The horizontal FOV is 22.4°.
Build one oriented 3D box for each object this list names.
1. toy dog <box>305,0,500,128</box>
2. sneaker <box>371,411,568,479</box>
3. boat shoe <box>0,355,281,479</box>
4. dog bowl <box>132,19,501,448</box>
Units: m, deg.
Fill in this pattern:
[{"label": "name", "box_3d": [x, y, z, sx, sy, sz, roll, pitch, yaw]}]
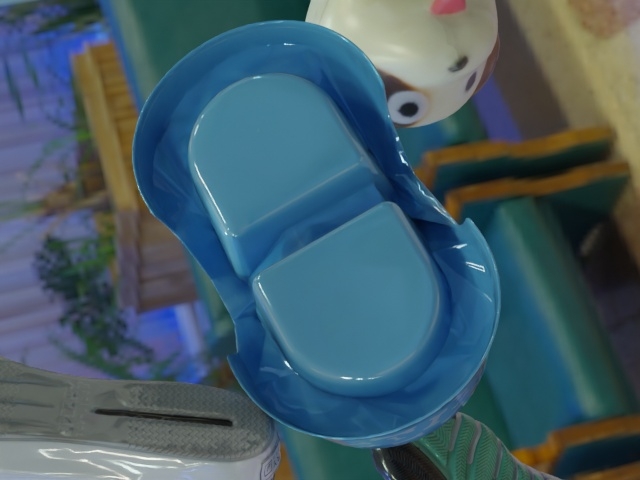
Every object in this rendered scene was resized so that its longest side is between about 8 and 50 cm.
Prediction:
[{"label": "toy dog", "box_3d": [0.043, -0.309, 1.604, 0.395, 0.284, 0.408, -16, 88, 52]}, {"label": "sneaker", "box_3d": [0.102, 0.181, 1.121, 0.098, 0.223, 0.083, -9, 56, 52]}, {"label": "boat shoe", "box_3d": [-0.176, 0.130, 0.934, 0.109, 0.302, 0.094, -81, 0, -64]}, {"label": "dog bowl", "box_3d": [0.000, 0.000, 0.998, 0.297, 0.166, 0.074, 60, 179, 29]}]
